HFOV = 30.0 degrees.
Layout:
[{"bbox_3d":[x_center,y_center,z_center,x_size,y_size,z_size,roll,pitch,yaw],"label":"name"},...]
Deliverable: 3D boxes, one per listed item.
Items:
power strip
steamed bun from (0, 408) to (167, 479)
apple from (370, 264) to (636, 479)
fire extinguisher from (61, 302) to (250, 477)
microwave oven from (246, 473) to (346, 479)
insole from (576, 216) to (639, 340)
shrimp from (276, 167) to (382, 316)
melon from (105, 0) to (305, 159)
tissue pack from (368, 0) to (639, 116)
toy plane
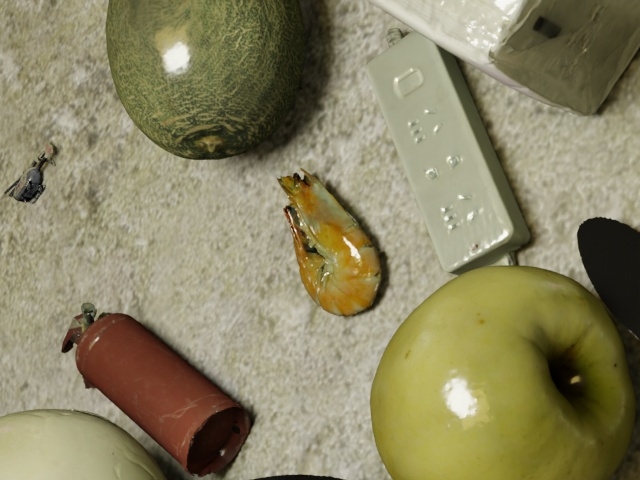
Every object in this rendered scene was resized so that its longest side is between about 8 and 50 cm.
[{"bbox_3d":[0.139,-0.111,1.365,0.098,0.058,0.338,-32,64,28],"label":"power strip"},{"bbox_3d":[-0.315,0.329,1.462,0.334,0.312,0.233,8,49,5],"label":"steamed bun"},{"bbox_3d":[0.179,0.156,1.181,0.262,0.262,0.262,-7,78,35],"label":"apple"},{"bbox_3d":[-0.240,0.191,1.574,0.337,0.106,0.147,33,127,36],"label":"fire extinguisher"},{"bbox_3d":[-0.054,0.387,1.302,0.247,0.178,0.188,-52,51,24],"label":"microwave oven"},{"bbox_3d":[0.358,0.095,1.156,0.322,0.109,0.007,53,150,25],"label":"insole"},{"bbox_3d":[-0.002,0.000,1.456,0.115,0.051,0.217,-46,61,23],"label":"shrimp"},{"bbox_3d":[-0.143,-0.259,1.484,0.249,0.249,0.329,-20,68,32],"label":"melon"},{"bbox_3d":[0.152,-0.306,1.259,0.356,0.266,0.193,40,106,33],"label":"tissue pack"},{"bbox_3d":[-0.434,-0.097,1.800,0.120,0.031,0.049,-48,50,23],"label":"toy plane"}]
